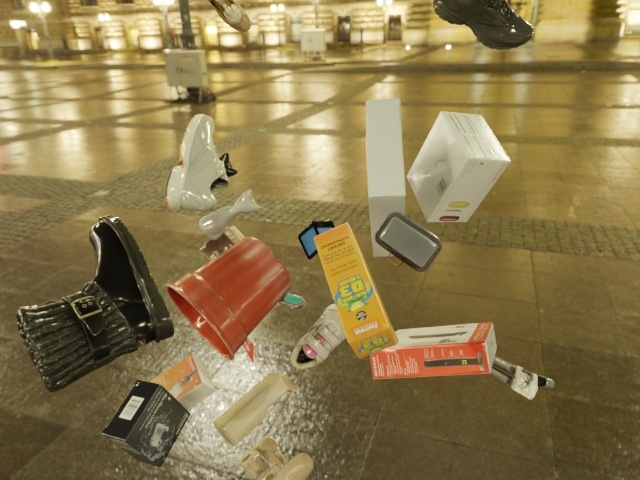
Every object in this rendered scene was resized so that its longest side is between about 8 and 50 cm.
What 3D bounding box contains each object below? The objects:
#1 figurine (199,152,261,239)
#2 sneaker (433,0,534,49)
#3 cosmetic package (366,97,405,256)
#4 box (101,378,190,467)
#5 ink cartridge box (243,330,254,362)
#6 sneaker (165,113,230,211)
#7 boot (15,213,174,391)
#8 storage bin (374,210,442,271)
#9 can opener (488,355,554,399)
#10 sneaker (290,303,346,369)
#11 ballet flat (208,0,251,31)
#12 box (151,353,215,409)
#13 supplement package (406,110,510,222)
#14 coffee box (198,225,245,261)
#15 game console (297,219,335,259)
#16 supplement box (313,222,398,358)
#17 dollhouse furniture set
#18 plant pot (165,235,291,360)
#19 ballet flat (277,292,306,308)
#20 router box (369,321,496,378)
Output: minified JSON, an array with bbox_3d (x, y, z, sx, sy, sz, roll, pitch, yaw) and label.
[{"bbox_3d":[-0.314,-0.137,1.507,0.209,0.215,0.092,-29,12,19],"label":"figurine"},{"bbox_3d":[0.445,-0.615,1.287,0.286,0.109,0.130,25,-17,1],"label":"sneaker"},{"bbox_3d":[0.179,-0.154,1.325,0.097,0.377,0.285,-4,65,6],"label":"cosmetic package"},{"bbox_3d":[-0.447,0.475,1.252,0.093,0.158,0.156,0,45,29],"label":"box"},{"bbox_3d":[-0.289,0.305,1.756,0.066,0.233,0.189,2,15,-24],"label":"ink cartridge box"},{"bbox_3d":[-0.256,-0.167,1.074,0.121,0.099,0.263,12,60,-9],"label":"sneaker"},{"bbox_3d":[-0.488,0.109,0.992,0.260,0.131,0.348,-20,60,-29],"label":"boot"},{"bbox_3d":[0.176,0.007,0.988,0.135,0.098,0.091,36,7,9],"label":"storage bin"},{"bbox_3d":[0.603,0.422,1.492,0.093,0.074,0.280,17,-3,-10],"label":"can opener"},{"bbox_3d":[0.005,0.283,1.353,0.103,0.252,0.111,39,24,5],"label":"sneaker"},{"bbox_3d":[-0.300,-0.725,1.481,0.206,0.073,0.067,39,17,-21],"label":"ballet flat"},{"bbox_3d":[-0.468,0.495,1.636,0.170,0.091,0.130,-34,49,-3],"label":"box"},{"bbox_3d":[0.398,-0.211,1.430,0.145,0.262,0.204,-1,52,-19],"label":"supplement package"},{"bbox_3d":[-0.351,0.046,1.895,0.119,0.168,0.297,-43,3,3],"label":"coffee box"},{"bbox_3d":[0.000,0.000,1.566,0.107,0.122,0.071,-1,47,22],"label":"game console"},{"bbox_3d":[0.059,0.084,0.859,0.078,0.080,0.233,-23,54,4],"label":"supplement box"},{"bbox_3d":[-0.121,0.671,1.571,0.256,0.394,0.362,-37,3,-26],"label":"dollhouse furniture set"},{"bbox_3d":[-0.240,0.145,1.353,0.265,0.272,0.272,-42,41,-24],"label":"plant pot"},{"bbox_3d":[-0.162,0.271,2.204,0.221,0.079,0.077,16,53,28],"label":"ballet flat"},{"bbox_3d":[0.330,0.306,1.361,0.301,0.082,0.335,-9,-4,22],"label":"router box"}]
